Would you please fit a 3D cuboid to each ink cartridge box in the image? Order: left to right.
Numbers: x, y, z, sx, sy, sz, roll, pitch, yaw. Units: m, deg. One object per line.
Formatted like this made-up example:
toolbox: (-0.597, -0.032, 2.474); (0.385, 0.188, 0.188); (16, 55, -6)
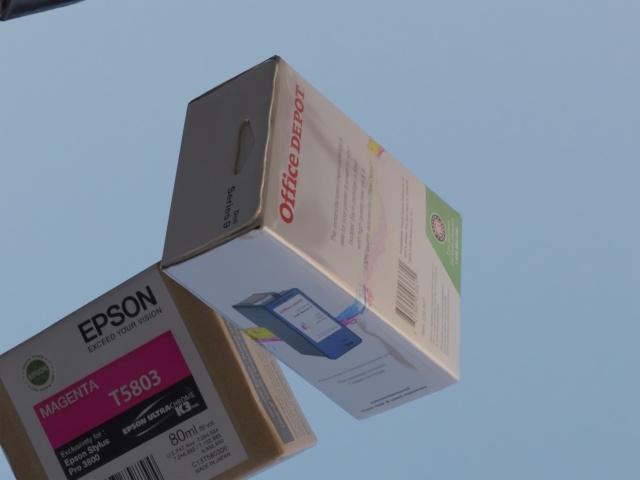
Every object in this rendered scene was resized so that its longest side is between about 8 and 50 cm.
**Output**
ink cartridge box: (-0.150, 0.140, 1.626); (0.235, 0.193, 0.088); (-30, 172, 19)
ink cartridge box: (0.000, 0.000, 1.326); (0.093, 0.212, 0.154); (-24, -137, 31)

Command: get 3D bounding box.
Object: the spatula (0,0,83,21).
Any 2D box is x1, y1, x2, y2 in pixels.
spatula: (-0.174, -0.120, 1.038); (0.030, 0.084, 0.296); (26, -154, 9)
